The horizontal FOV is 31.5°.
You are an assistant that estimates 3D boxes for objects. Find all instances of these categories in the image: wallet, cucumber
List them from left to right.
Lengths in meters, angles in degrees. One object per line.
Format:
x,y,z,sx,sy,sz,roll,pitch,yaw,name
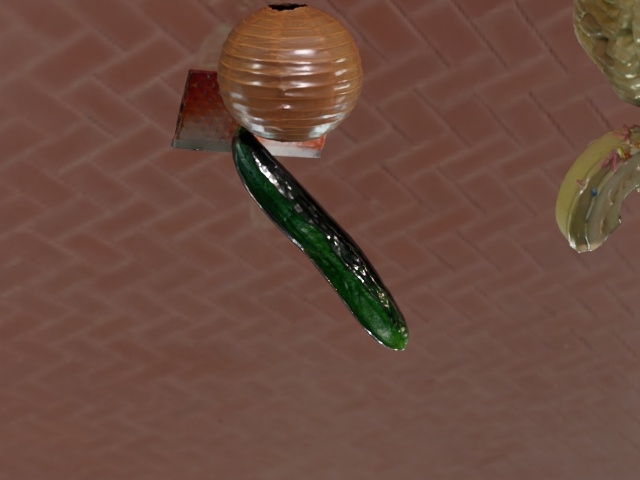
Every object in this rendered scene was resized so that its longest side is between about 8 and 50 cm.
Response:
-0.075,-0.149,1.341,0.196,0.020,0.103,1,119,-29,wallet
0.000,0.000,1.138,0.056,0.056,0.284,-31,105,32,cucumber

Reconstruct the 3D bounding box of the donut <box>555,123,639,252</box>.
0.321,-0.072,1.227,0.166,0.065,0.108,-33,135,-15,donut

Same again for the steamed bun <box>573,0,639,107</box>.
0.408,-0.270,1.131,0.203,0.276,0.289,-10,140,-18,steamed bun

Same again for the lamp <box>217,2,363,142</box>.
-0.028,-0.156,1.056,0.136,0.136,0.136,-5,147,-3,lamp
